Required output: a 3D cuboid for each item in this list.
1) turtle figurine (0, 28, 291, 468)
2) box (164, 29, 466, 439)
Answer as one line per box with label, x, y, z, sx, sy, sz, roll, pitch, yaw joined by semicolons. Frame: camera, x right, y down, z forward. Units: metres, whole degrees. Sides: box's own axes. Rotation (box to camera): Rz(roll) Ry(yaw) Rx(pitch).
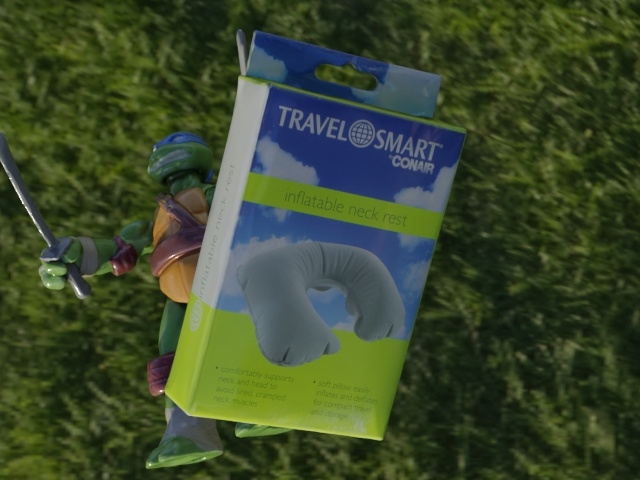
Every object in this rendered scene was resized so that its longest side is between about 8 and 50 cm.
turtle figurine;-0.117;0.027;1.126;0.198;0.275;0.266;-14;75;-7
box;0.000;0.000;0.703;0.042;0.109;0.178;29;106;63
